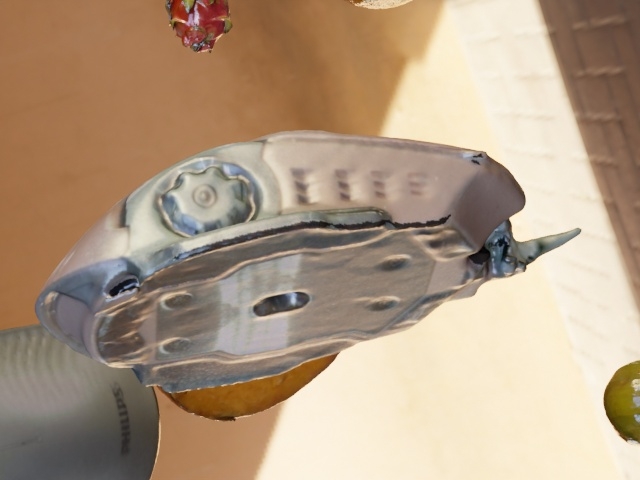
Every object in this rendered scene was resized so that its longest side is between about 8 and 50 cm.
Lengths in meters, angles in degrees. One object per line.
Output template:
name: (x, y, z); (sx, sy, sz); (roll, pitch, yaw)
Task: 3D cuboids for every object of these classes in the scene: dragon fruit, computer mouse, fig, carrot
dragon fruit: (-0.158, -0.301, 1.828); (0.086, 0.081, 0.116); (37, -145, -41)
computer mouse: (-0.003, -0.005, 0.965); (0.199, 0.389, 0.114); (107, 148, -58)
fig: (0.282, 0.135, 1.183); (0.088, 0.074, 0.074); (-16, 93, 43)
computer mouse: (-0.279, 0.178, 1.237); (0.095, 0.331, 0.197); (-17, 86, 49)
carrot: (-0.064, 0.071, 1.608); (0.100, 0.307, 0.258); (43, 162, 50)

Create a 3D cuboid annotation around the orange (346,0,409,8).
orange: (0.076, -0.384, 1.734); (0.206, 0.206, 0.206); (161, 90, -82)
